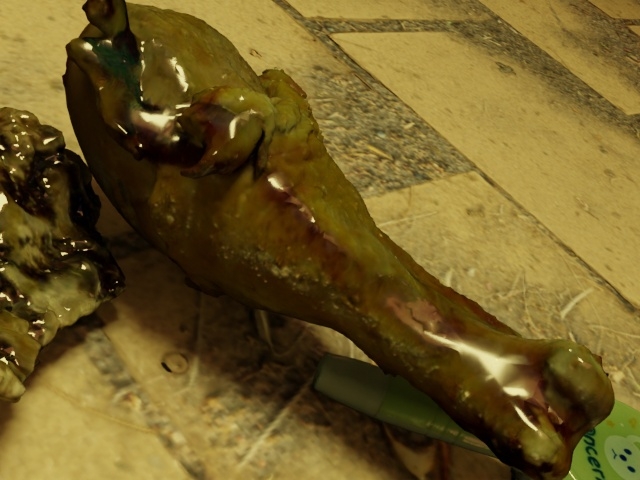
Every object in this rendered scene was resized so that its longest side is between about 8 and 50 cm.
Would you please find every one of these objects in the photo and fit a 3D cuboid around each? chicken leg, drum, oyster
[{"bbox_3d":[-0.009,0.001,0.498,0.361,0.140,0.211,42,7,1],"label":"chicken leg"},{"bbox_3d":[0.120,0.141,0.494,0.253,0.049,0.130,12,37,-17],"label":"drum"},{"bbox_3d":[-0.212,-0.016,0.422,0.222,0.083,0.214,22,32,-1],"label":"oyster"}]
